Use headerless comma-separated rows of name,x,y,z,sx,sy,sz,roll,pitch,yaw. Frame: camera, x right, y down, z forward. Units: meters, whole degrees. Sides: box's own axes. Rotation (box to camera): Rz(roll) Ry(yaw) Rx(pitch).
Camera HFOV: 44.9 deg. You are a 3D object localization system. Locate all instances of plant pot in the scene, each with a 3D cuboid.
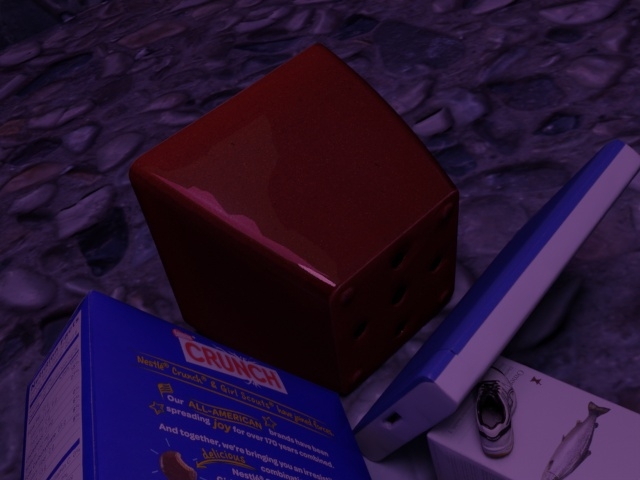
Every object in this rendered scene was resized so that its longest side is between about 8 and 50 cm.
plant pot,0.000,0.000,0.829,0.267,0.267,0.235,-38,55,-24

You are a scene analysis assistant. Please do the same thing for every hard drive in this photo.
hard drive,0.162,0.058,0.726,0.040,0.210,0.318,42,60,8

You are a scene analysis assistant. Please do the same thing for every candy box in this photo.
candy box,-0.070,0.215,0.551,0.122,0.268,0.317,-49,34,19

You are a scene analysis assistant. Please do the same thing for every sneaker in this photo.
sneaker,0.136,0.125,0.603,0.031,0.037,0.083,-11,36,14

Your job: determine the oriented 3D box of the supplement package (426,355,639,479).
supplement package,0.192,0.187,0.620,0.179,0.105,0.105,20,51,38
